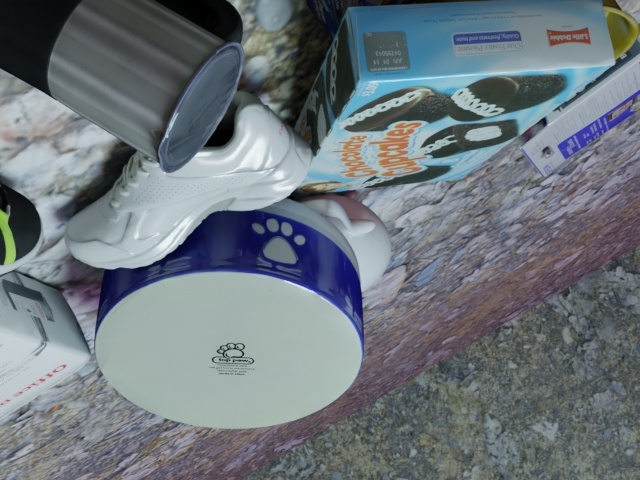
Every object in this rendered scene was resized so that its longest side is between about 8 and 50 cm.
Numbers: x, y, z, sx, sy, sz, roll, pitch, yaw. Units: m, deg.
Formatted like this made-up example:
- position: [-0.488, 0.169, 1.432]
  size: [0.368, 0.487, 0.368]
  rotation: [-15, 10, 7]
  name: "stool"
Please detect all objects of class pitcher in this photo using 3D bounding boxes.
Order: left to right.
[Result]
- position: [0.000, 0.000, 0.947]
  size: [0.207, 0.125, 0.178]
  rotation: [1, 161, -44]
  name: "pitcher"

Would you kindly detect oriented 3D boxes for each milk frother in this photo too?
- position: [-0.107, -0.136, 0.461]
  size: [0.129, 0.134, 0.143]
  rotation: [-57, 174, -24]
  name: "milk frother"

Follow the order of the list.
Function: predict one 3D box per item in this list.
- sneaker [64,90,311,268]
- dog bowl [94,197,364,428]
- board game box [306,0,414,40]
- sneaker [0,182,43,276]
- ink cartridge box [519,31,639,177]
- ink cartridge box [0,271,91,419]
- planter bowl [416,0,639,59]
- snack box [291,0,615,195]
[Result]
- position: [-0.132, -0.061, 0.714]
  size: [0.232, 0.090, 0.115]
  rotation: [-27, 135, 10]
  name: "sneaker"
- position: [-0.088, 0.078, 0.847]
  size: [0.265, 0.104, 0.265]
  rotation: [-2, 137, -1]
  name: "dog bowl"
- position: [0.073, -0.245, 0.578]
  size: [0.194, 0.060, 0.194]
  rotation: [-31, 160, -4]
  name: "board game box"
- position: [-0.254, -0.037, 0.560]
  size: [0.097, 0.084, 0.234]
  rotation: [-38, 159, 14]
  name: "sneaker"
- position: [0.373, -0.183, 1.187]
  size: [0.208, 0.045, 0.206]
  rotation: [-38, 160, 14]
  name: "ink cartridge box"
- position: [-0.331, 0.096, 0.754]
  size: [0.158, 0.092, 0.218]
  rotation: [-32, 159, 2]
  name: "ink cartridge box"
- position: [0.152, -0.194, 0.725]
  size: [0.217, 0.090, 0.217]
  rotation: [-7, 170, -1]
  name: "planter bowl"
- position: [0.084, -0.109, 0.722]
  size: [0.187, 0.060, 0.322]
  rotation: [-6, 171, -11]
  name: "snack box"
